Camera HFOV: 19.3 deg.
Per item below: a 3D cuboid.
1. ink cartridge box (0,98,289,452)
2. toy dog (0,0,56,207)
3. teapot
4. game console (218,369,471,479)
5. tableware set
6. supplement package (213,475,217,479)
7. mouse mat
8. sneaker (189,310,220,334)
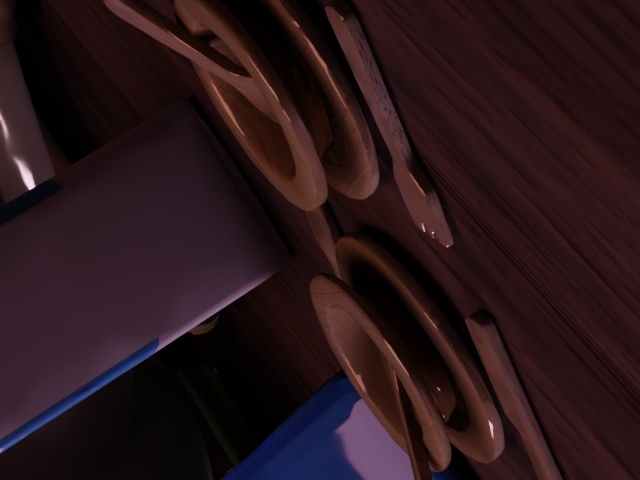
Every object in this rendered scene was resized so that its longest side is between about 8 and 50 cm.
[{"bbox_3d":[-0.114,0.028,0.777,0.082,0.140,0.191,58,157,-3],"label":"ink cartridge box"},{"bbox_3d":[-0.374,-0.052,0.964,0.395,0.408,0.284,50,158,34],"label":"toy dog"},{"bbox_3d":[-0.180,0.125,1.192,0.252,0.256,0.187,44,-133,-59],"label":"teapot"},{"bbox_3d":[0.080,0.197,0.794,0.293,0.173,0.250,55,-162,9],"label":"game console"},{"bbox_3d":[0.000,0.000,0.581,0.128,0.039,0.194,36,156,58],"label":"tableware set"},{"bbox_3d":[-0.154,0.255,1.393,0.262,0.204,0.145,53,164,17],"label":"supplement package"},{"bbox_3d":[-0.028,0.151,1.126,0.189,0.007,0.152,57,167,-2],"label":"mouse mat"},{"bbox_3d":[-0.070,0.003,0.883,0.083,0.031,0.035,54,151,5],"label":"sneaker"}]
